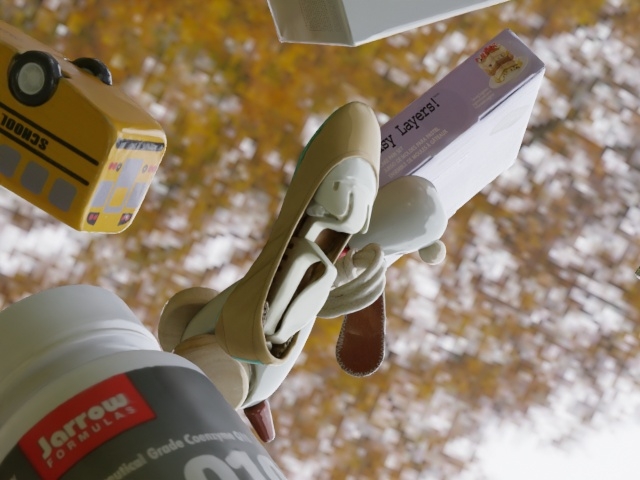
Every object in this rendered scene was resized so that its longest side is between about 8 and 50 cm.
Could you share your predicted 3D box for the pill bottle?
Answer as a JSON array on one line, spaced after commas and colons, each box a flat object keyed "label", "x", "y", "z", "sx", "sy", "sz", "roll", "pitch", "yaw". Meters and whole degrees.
[{"label": "pill bottle", "x": -0.094, "y": 0.165, "z": 1.107, "sx": 0.161, "sy": 0.161, "sz": 0.283, "roll": -53, "pitch": -124, "yaw": 17}]

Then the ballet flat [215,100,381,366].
[{"label": "ballet flat", "x": 0.000, "y": 0.000, "z": 1.590, "sx": 0.073, "sy": 0.080, "sz": 0.232, "roll": 25, "pitch": -95, "yaw": 47}]

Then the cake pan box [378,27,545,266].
[{"label": "cake pan box", "x": 0.107, "y": -0.074, "z": 2.078, "sx": 0.267, "sy": 0.246, "sz": 0.070, "roll": -39, "pitch": -107, "yaw": -15}]

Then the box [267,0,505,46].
[{"label": "box", "x": 0.068, "y": -0.290, "z": 1.857, "sx": 0.345, "sy": 0.215, "sz": 0.168, "roll": -150, "pitch": -137, "yaw": -77}]

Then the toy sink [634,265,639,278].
[{"label": "toy sink", "x": 0.334, "y": 0.034, "z": 1.267, "sx": 0.131, "sy": 0.152, "sz": 0.234, "roll": -53, "pitch": -162, "yaw": 0}]

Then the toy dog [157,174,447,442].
[{"label": "toy dog", "x": -0.008, "y": 0.086, "z": 1.937, "sx": 0.333, "sy": 0.161, "sz": 0.220, "roll": -24, "pitch": -154, "yaw": 30}]

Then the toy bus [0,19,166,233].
[{"label": "toy bus", "x": -0.304, "y": -0.139, "z": 1.836, "sx": 0.332, "sy": 0.108, "sz": 0.130, "roll": 30, "pitch": -78, "yaw": 20}]
